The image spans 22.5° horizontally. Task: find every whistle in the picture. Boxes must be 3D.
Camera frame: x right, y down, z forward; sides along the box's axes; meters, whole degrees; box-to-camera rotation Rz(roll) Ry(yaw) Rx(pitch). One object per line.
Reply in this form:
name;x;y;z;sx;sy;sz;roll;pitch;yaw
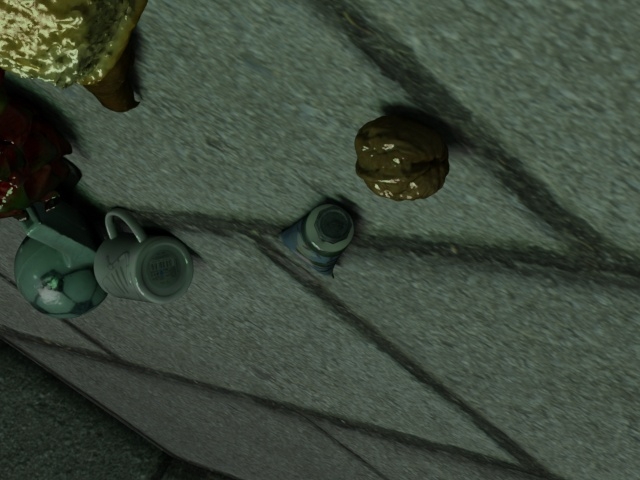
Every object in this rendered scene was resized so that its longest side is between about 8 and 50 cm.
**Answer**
whistle;-0.400;0.030;2.390;0.163;0.163;0.289;19;171;34

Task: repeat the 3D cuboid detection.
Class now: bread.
bread;-0.274;-0.239;1.408;0.245;0.121;0.174;26;125;-1

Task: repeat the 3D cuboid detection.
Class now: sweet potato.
sweet potato;-0.224;-0.183;1.680;0.067;0.067;0.274;28;169;7

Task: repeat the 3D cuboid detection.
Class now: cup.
cup;-0.268;0.029;2.310;0.136;0.099;0.133;39;163;-29

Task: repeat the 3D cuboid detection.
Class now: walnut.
walnut;0.071;-0.075;1.463;0.096;0.082;0.079;14;129;46

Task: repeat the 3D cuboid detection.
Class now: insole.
insole;-0.405;-0.090;2.348;0.110;0.012;0.309;31;164;-10

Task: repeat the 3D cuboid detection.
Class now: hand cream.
hand cream;0.000;0.000;1.867;0.088;0.055;0.256;35;170;-2

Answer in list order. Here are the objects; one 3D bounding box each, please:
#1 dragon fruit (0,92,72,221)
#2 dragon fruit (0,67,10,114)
dragon fruit;-0.414;-0.108;2.047;0.182;0.182;0.189;26;154;15
dragon fruit;-0.420;-0.227;1.601;0.231;0.237;0.303;2;137;12
